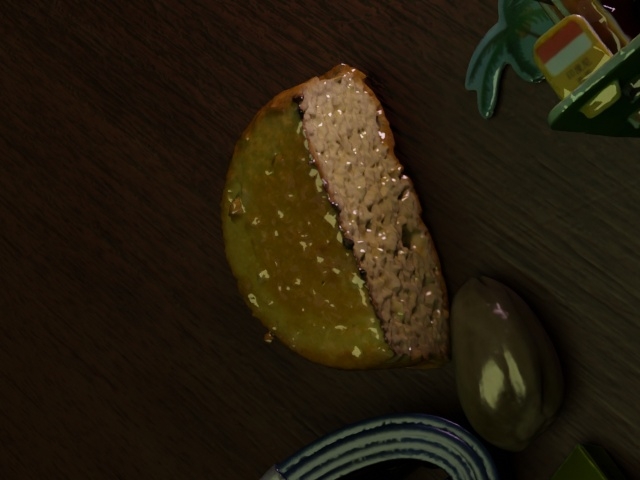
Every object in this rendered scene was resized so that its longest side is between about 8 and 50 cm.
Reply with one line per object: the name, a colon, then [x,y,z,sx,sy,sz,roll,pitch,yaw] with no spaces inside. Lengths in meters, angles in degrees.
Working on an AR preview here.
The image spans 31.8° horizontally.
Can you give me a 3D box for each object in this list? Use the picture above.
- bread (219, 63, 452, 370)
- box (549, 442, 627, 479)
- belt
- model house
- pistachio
bread: [0.000,0.000,1.197,0.179,0.194,0.340,-20,90,30]
box: [0.290,0.362,1.067,0.173,0.043,0.311,-61,34,22]
belt: [0.041,0.314,1.198,0.347,0.117,0.212,-36,72,10]
model house: [0.203,-0.233,0.997,0.340,0.300,0.324,-41,70,29]
pistachio: [0.186,0.125,1.159,0.126,0.108,0.185,144,114,-74]
